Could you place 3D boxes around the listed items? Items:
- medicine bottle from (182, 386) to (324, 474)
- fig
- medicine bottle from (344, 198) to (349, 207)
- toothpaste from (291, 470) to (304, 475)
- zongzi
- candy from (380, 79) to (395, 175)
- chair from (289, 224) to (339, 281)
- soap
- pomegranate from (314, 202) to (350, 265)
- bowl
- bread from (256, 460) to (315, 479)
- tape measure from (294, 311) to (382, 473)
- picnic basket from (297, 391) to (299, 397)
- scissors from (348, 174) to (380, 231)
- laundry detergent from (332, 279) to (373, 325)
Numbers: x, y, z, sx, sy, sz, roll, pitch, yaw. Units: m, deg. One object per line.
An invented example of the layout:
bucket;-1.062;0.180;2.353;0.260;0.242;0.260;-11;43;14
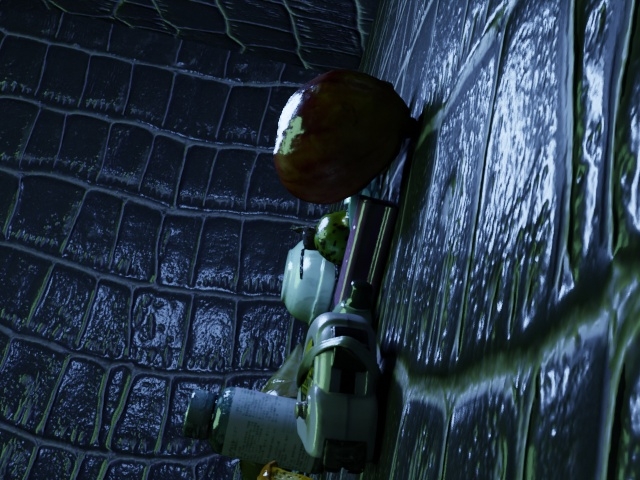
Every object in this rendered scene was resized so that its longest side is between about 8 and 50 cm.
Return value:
medicine bottle;-0.129;0.382;1.600;0.141;0.294;0.141;-167;90;-87
fig;0.031;-0.184;1.350;0.263;0.224;0.224;-42;26;39
medicine bottle;0.092;-0.128;2.051;0.047;0.047;0.083;112;171;-76
toothpaste;-0.091;0.690;1.903;0.099;0.061;0.391;-77;2;-80
zongzi;-0.126;0.562;2.371;0.392;0.174;0.355;-66;-13;-48
candy;0.104;-0.198;1.584;0.271;0.101;0.143;93;-165;-70
chair;0.000;0.000;2.255;0.213;0.174;0.149;-97;13;-48
soap;0.078;0.025;1.372;0.122;0.066;0.203;-91;15;-81
pomegranate;0.053;-0.019;1.615;0.122;0.122;0.161;-80;11;-49
bowl;-0.033;0.121;2.476;0.307;0.164;0.306;-170;90;-85
bread;-0.065;0.511;1.294;0.268;0.146;0.268;11;-90;-88
tape measure;0.022;0.199;1.088;0.236;0.120;0.197;156;120;-81
picnic basket;-0.035;0.429;2.028;0.110;0.055;0.193;107;176;-48
scissors;0.077;0.042;1.503;0.191;0.030;0.360;8;-93;-74
laundry detergent;0.044;0.171;1.296;0.099;0.070;0.225;-118;39;-63
